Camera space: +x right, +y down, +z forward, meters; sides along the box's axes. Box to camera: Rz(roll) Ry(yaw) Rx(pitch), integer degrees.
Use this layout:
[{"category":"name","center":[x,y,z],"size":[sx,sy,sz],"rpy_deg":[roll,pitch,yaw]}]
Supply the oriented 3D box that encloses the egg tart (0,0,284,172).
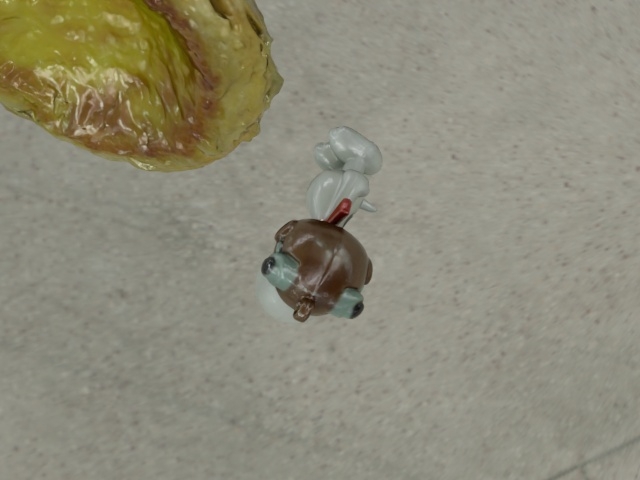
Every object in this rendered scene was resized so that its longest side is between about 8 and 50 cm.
[{"category":"egg tart","center":[-0.162,-0.186,0.999],"size":[0.319,0.319,0.128],"rpy_deg":[17,58,17]}]

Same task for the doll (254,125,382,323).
[{"category":"doll","center":[0.004,-0.004,0.485],"size":[0.040,0.058,0.085],"rpy_deg":[33,69,-13]}]
